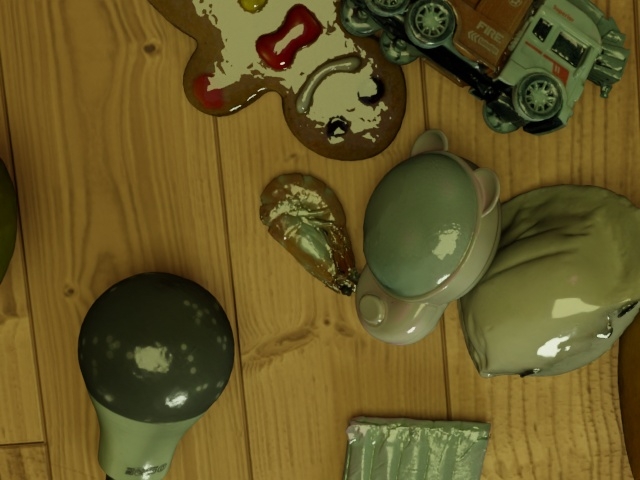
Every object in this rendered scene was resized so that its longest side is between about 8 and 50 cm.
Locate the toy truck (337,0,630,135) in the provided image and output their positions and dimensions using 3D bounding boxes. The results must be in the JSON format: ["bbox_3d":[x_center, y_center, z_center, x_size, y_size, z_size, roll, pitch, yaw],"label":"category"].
[{"bbox_3d":[0.189,-0.251,1.751,0.338,0.133,0.184,33,81,-9],"label":"toy truck"}]

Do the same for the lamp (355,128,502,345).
[{"bbox_3d":[0.107,0.004,1.792,0.108,0.179,0.246,13,110,-35],"label":"lamp"}]

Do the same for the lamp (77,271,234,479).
[{"bbox_3d":[-0.186,0.185,1.862,0.182,0.182,0.313,-2,120,4],"label":"lamp"}]

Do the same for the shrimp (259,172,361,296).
[{"bbox_3d":[0.000,0.000,1.865,0.091,0.043,0.184,-34,96,5],"label":"shrimp"}]

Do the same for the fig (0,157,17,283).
[{"bbox_3d":[-0.503,-0.020,1.752,0.316,0.316,0.316,1,100,3],"label":"fig"}]

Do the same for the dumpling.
[{"bbox_3d":[0.267,0.041,1.799,0.243,0.175,0.226,-13,59,10],"label":"dumpling"}]

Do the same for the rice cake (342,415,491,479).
[{"bbox_3d":[0.106,0.310,1.916,0.189,0.037,0.198,3,100,2],"label":"rice cake"}]

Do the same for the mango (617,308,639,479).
[{"bbox_3d":[0.466,0.151,1.744,0.232,0.300,0.445,-8,96,-31],"label":"mango"}]

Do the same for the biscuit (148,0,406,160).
[{"bbox_3d":[-0.064,-0.268,1.810,0.283,0.064,0.432,-40,95,9],"label":"biscuit"}]
